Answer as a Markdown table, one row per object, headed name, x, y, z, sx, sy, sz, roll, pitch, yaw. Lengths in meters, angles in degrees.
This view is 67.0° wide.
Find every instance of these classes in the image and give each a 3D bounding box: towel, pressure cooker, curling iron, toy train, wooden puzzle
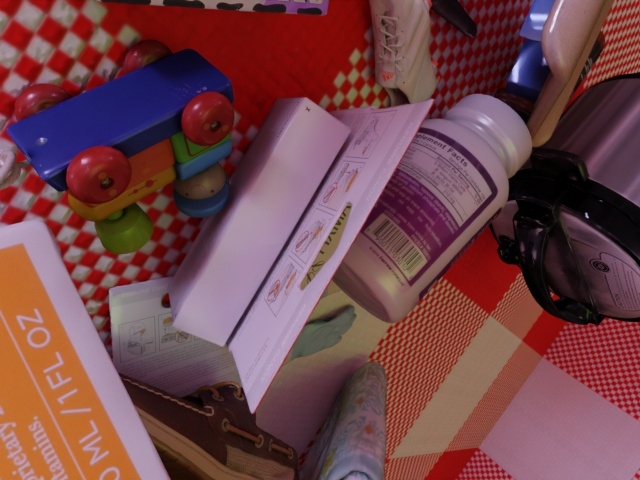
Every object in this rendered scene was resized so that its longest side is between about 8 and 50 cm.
| name | x | y | z | sx | sy | sz | roll | pitch | yaw |
| --- | --- | --- | --- | --- | --- | --- | --- | --- | --- |
| towel | 0.009 | 0.427 | 0.828 | 0.320 | 0.090 | 0.375 | -65 | -179 | -75 |
| pressure cooker | 0.537 | -0.049 | 0.919 | 0.420 | 0.370 | 0.375 | -46 | 172 | -10 |
| curling iron | 0.130 | -0.301 | 0.550 | 0.274 | 0.035 | 0.068 | 16 | 106 | -51 |
| toy train | -0.179 | -0.038 | 0.380 | 0.248 | 0.105 | 0.143 | -36 | 153 | -23 |
| wooden puzzle | 0.303 | -0.300 | 0.564 | 0.322 | 0.080 | 0.348 | -68 | 160 | 6 |

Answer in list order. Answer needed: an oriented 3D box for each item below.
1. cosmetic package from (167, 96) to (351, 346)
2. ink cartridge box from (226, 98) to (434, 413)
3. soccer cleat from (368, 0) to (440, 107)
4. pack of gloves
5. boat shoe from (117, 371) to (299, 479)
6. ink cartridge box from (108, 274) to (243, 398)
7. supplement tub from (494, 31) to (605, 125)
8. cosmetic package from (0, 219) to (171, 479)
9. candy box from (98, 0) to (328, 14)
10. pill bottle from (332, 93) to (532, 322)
| name | x | y | z | sx | sy | sz | roll | pitch | yaw |
| --- | --- | --- | --- | --- | --- | --- | --- | --- | --- |
| cosmetic package | -0.067 | -0.024 | 0.483 | 0.060 | 0.099 | 0.239 | 29 | 94 | -23 |
| ink cartridge box | 0.000 | 0.000 | 0.470 | 0.060 | 0.239 | 0.275 | 30 | 91 | -23 |
| soccer cleat | 0.088 | -0.217 | 0.548 | 0.076 | 0.068 | 0.196 | -47 | 146 | -5 |
| pack of gloves | -0.006 | 0.119 | 0.724 | 0.232 | 0.046 | 0.195 | -18 | 129 | -38 |
| boat shoe | -0.130 | 0.218 | 0.541 | 0.123 | 0.123 | 0.342 | -22 | 129 | 28 |
| ink cartridge box | -0.165 | 0.145 | 0.586 | 0.189 | 0.066 | 0.232 | -11 | 104 | -42 |
| supplement tub | 0.350 | -0.250 | 0.771 | 0.198 | 0.106 | 0.106 | -56 | 143 | 3 |
| cosmetic package | -0.305 | 0.172 | 0.183 | 0.161 | 0.230 | 0.453 | -27 | -179 | 40 |
| candy box | -0.076 | -0.253 | 0.335 | 0.196 | 0.070 | 0.165 | -19 | 131 | -38 |
| pill bottle | 0.137 | -0.051 | 0.643 | 0.301 | 0.169 | 0.169 | -44 | 142 | -12 |
